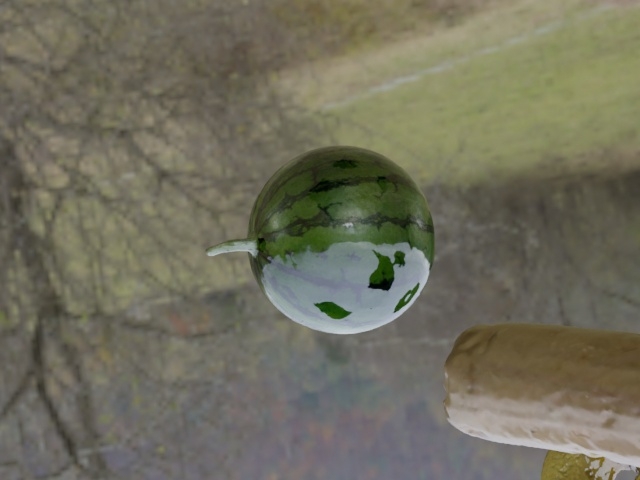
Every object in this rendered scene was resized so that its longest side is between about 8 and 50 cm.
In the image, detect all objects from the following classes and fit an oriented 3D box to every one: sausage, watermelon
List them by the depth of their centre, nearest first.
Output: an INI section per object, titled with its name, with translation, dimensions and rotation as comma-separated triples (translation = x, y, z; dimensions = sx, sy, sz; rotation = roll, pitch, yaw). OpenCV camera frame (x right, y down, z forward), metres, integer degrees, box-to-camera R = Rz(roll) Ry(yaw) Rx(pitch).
[sausage]
translation = 0.177, 0.077, 0.582
dimensions = 0.301, 0.066, 0.066
rotation = 10, -175, 40
[watermelon]
translation = 0.007, -0.001, 0.733
dimensions = 0.109, 0.109, 0.109
rotation = -9, 172, -1

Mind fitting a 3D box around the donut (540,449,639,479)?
[donut]
translation = 0.174, 0.147, 0.861
dimensions = 0.097, 0.108, 0.043
rotation = -31, 128, 20
